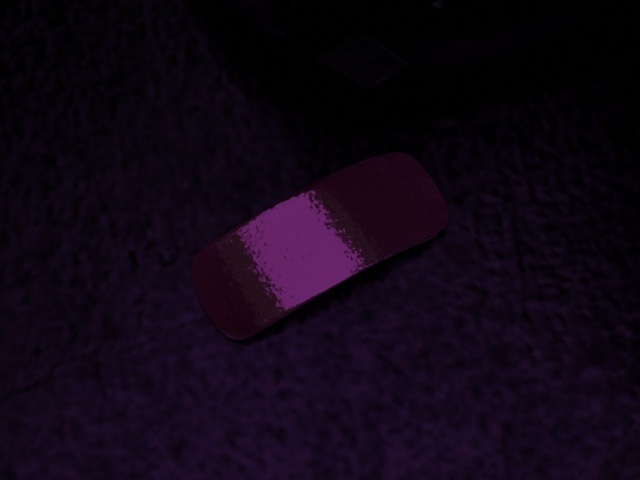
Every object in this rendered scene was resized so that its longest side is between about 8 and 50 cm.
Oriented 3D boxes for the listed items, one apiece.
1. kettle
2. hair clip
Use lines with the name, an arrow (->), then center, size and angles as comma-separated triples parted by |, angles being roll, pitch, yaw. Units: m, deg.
kettle -> 0.022, -0.226, 0.642 | 0.268, 0.207, 0.290 | -27, 65, 21
hair clip -> 0.000, 0.000, 0.645 | 0.137, 0.022, 0.054 | -28, 77, -8
